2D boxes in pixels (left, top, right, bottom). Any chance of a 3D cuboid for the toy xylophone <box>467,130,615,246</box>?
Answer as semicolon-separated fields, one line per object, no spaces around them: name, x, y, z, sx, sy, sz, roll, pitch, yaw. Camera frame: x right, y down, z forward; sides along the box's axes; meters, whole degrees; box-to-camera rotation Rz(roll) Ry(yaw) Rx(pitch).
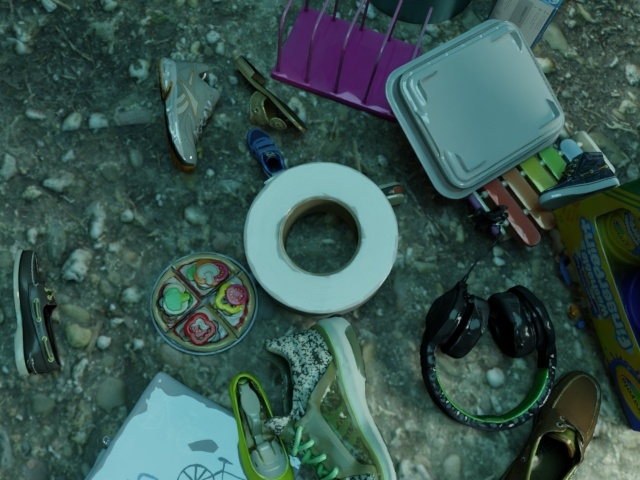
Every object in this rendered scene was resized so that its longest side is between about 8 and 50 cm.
toy xylophone;0.429;-0.129;1.401;0.322;0.081;0.236;-36;75;-18

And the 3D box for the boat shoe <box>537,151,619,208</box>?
boat shoe;0.493;-0.120;1.328;0.183;0.065;0.083;-13;71;-19

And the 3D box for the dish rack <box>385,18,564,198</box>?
dish rack;0.319;-0.267;1.318;0.332;0.072;0.286;-31;95;-17

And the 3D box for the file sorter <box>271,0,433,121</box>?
file sorter;0.069;-0.426;1.428;0.290;0.182;0.202;20;67;2

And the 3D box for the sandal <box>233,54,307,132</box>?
sandal;-0.123;-0.282;1.421;0.079;0.088;0.240;-43;68;12

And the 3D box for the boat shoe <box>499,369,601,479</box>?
boat shoe;0.424;0.358;1.188;0.110;0.104;0.307;33;68;7

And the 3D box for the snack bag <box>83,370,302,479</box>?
snack bag;-0.233;0.427;1.127;0.323;0.037;0.343;27;65;4

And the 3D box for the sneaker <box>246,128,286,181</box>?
sneaker;-0.106;-0.175;1.373;0.053;0.059;0.144;-25;72;-13

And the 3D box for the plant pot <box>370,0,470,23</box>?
plant pot;0.240;-0.683;1.524;0.292;0.235;0.293;2;68;-5

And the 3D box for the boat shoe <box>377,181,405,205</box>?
boat shoe;0.102;-0.090;1.367;0.137;0.049;0.043;-10;62;-8

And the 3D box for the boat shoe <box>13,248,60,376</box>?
boat shoe;-0.503;0.123;1.200;0.068;0.081;0.228;-6;76;-12

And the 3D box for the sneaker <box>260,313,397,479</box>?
sneaker;-0.006;0.326;1.116;0.182;0.158;0.410;-3;60;-23

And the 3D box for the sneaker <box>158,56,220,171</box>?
sneaker;-0.259;-0.265;1.376;0.121;0.099;0.263;-7;70;-14

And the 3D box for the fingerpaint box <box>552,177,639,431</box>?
fingerpaint box;0.617;0.101;1.123;0.163;0.371;0.445;-17;85;-14

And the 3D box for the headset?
headset;0.310;0.142;1.221;0.243;0.185;0.394;1;79;-6

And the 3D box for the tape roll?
tape roll;0.000;0.000;1.264;0.286;0.100;0.286;0;78;1

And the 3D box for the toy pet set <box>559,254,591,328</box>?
toy pet set;0.515;0.090;1.346;0.122;0.065;0.114;-37;111;-15

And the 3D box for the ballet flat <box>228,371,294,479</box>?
ballet flat;-0.102;0.328;1.129;0.077;0.077;0.231;-16;69;-16

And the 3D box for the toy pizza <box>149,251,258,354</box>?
toy pizza;-0.217;0.112;1.258;0.201;0.032;0.201;2;68;-5

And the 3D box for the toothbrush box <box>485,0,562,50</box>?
toothbrush box;0.489;-0.568;1.514;0.126;0.216;0.296;30;67;6
